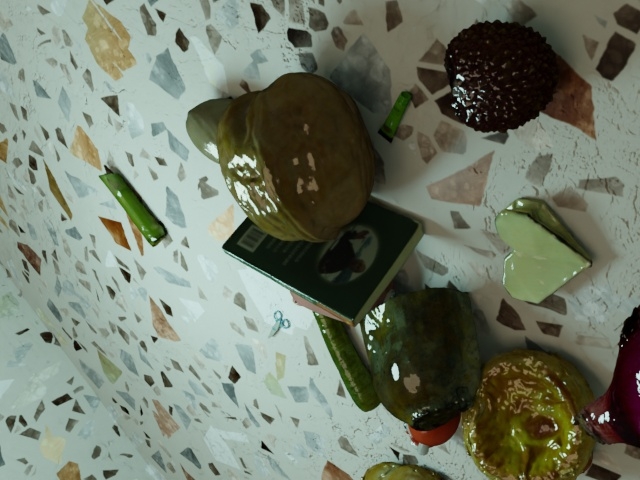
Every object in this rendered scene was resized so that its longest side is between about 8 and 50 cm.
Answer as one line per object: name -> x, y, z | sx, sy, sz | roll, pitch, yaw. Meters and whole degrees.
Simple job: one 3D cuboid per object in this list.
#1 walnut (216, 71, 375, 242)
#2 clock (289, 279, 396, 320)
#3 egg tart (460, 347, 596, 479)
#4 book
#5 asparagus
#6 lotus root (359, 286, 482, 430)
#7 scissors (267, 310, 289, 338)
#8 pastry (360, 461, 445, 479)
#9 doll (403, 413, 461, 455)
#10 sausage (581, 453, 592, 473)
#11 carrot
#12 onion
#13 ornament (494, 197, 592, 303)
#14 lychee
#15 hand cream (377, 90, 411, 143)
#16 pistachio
walnut -> -0.041, -0.155, 1.544 | 0.306, 0.306, 0.344 | -13, 108, 50
clock -> 0.053, 0.097, 1.741 | 0.241, 0.142, 0.227 | 23, 138, 21
egg tart -> 0.422, 0.359, 1.541 | 0.295, 0.116, 0.294 | -6, 79, 36
book -> 0.000, 0.000, 1.651 | 0.371, 0.260, 0.043 | 28, 160, 30
asparagus -> -0.561, -0.103, 2.304 | 0.277, 0.060, 0.067 | 53, 161, 2
lotus root -> 0.189, 0.260, 1.608 | 0.267, 0.149, 0.260 | -31, 55, 44
scissors -> -0.123, 0.241, 2.137 | 0.058, 0.014, 0.119 | 46, 137, 12
pastry -> 0.219, 0.711, 2.016 | 0.311, 0.162, 0.255 | -20, 100, 49
doll -> 0.253, 0.384, 1.743 | 0.130, 0.161, 0.290 | 12, 144, 5
sausage -> 0.493, 0.449, 1.610 | 0.179, 0.089, 0.089 | -24, 99, 54
carrot -> 0.052, 0.270, 1.936 | 0.074, 0.074, 0.358 | -18, 102, 50
onion -> 0.553, 0.235, 1.157 | 0.385, 0.348, 0.347 | -33, 92, 38
ornament -> 0.410, 0.028, 1.405 | 0.180, 0.059, 0.201 | 13, 129, 39
lychee -> 0.287, -0.264, 1.226 | 0.188, 0.188, 0.188 | 26, 134, 31
hand cream -> 0.145, -0.241, 1.503 | 0.036, 0.023, 0.122 | 41, 143, 12
pistachio -> -0.220, -0.252, 1.787 | 0.238, 0.153, 0.138 | 24, 173, 35
